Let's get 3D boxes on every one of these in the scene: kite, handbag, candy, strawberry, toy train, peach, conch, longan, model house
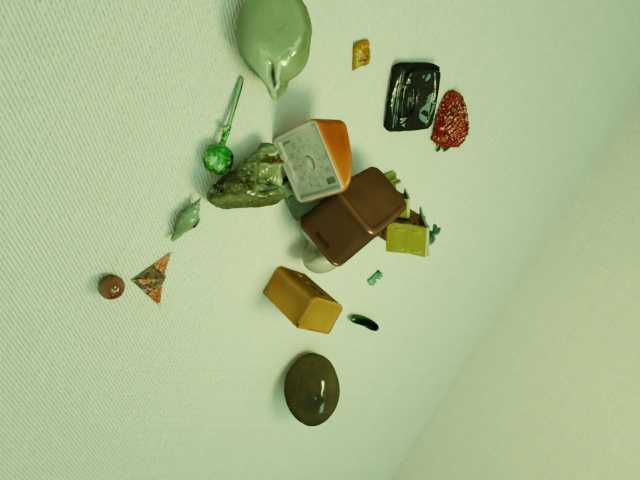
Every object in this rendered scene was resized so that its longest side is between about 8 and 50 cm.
[{"bbox_3d":[-0.594,0.136,1.632,0.125,0.008,0.223,3,114,-39],"label":"kite"},{"bbox_3d":[0.377,-0.580,1.923,0.244,0.088,0.275,-11,123,-30],"label":"handbag"},{"bbox_3d":[-0.301,-0.371,1.524,0.097,0.097,0.324,11,100,-42],"label":"candy"},{"bbox_3d":[0.598,-0.520,2.116,0.188,0.106,0.286,-24,128,-28],"label":"strawberry"},{"bbox_3d":[0.272,0.186,2.343,0.092,0.029,0.045,-45,119,-13],"label":"toy train"},{"bbox_3d":[-0.678,0.152,1.529,0.083,0.083,0.083,-20,127,-29],"label":"peach"},{"bbox_3d":[-0.449,-0.073,1.593,0.065,0.088,0.180,36,100,-2],"label":"conch"},{"bbox_3d":[-0.040,0.711,2.249,0.288,0.288,0.351,-7,111,-35],"label":"longan"},{"bbox_3d":[0.398,-0.109,2.053,0.339,0.323,0.301,-24,129,-26],"label":"model house"}]

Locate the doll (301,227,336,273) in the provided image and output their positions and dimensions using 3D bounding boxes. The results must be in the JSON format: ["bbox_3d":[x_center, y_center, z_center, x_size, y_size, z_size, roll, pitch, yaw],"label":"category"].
[{"bbox_3d":[0.000,0.000,1.902,0.221,0.220,0.251,54,52,-44],"label":"doll"}]

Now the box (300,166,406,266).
[{"bbox_3d":[0.136,-0.103,1.790,0.229,0.239,0.339,-42,176,42],"label":"box"}]

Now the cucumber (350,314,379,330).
[{"bbox_3d":[0.235,0.427,2.443,0.056,0.056,0.284,-56,140,3],"label":"cucumber"}]

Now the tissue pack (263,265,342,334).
[{"bbox_3d":[-0.070,0.242,1.928,0.194,0.274,0.145,25,99,-45],"label":"tissue pack"}]

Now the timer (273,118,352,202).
[{"bbox_3d":[-0.014,-0.270,1.632,0.161,0.257,0.250,-13,92,-40],"label":"timer"}]

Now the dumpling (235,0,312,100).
[{"bbox_3d":[-0.117,-0.605,1.421,0.269,0.212,0.321,14,117,-46],"label":"dumpling"}]

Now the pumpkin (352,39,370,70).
[{"bbox_3d":[0.152,-0.673,1.715,0.073,0.035,0.101,-21,130,-24],"label":"pumpkin"}]

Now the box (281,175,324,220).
[{"bbox_3d":[-0.027,-0.225,1.839,0.270,0.045,0.211,-38,133,-14],"label":"box"}]

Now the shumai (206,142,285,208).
[{"bbox_3d":[-0.258,-0.217,1.603,0.271,0.222,0.204,-7,84,-26],"label":"shumai"}]
